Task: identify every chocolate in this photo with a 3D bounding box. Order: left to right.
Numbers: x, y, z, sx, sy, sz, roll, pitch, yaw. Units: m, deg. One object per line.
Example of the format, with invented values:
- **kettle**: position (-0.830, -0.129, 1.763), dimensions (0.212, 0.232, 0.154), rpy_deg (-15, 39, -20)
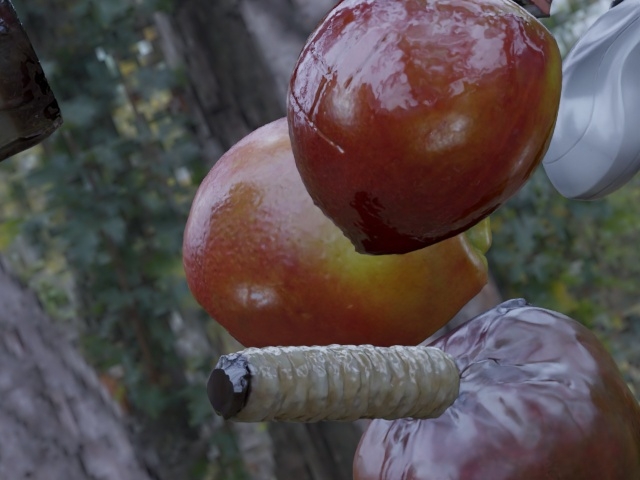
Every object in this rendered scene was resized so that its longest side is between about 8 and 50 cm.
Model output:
- **chocolate**: position (-0.433, -0.210, 1.931), dimensions (0.186, 0.284, 0.283), rpy_deg (-26, -4, -11)

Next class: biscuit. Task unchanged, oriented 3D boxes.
- **biscuit**: position (0.010, 0.102, 1.188), dimensions (0.219, 0.055, 0.061), rpy_deg (3, -50, -42)

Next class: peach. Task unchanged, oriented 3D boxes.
- **peach**: position (0.000, 0.000, 2.146), dimensions (0.380, 0.306, 0.242), rpy_deg (-20, 20, 25)
- **peach**: position (0.064, -0.083, 1.146), dimensions (0.197, 0.197, 0.197), rpy_deg (-23, -5, -2)

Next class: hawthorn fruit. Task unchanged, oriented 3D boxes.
- **hawthorn fruit**: position (0.201, 0.232, 1.696), dimensions (0.308, 0.324, 0.308), rpy_deg (-53, 16, 23)

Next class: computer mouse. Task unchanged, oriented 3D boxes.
- **computer mouse**: position (0.332, -0.186, 1.942), dimensions (0.297, 0.121, 0.184), rpy_deg (-65, 9, -14)

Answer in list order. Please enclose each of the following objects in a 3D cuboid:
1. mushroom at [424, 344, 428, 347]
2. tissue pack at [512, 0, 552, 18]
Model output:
- **mushroom**: position (0.256, 0.301, 2.429), dimensions (0.259, 0.345, 0.345), rpy_deg (5, -12, -11)
- **tissue pack**: position (0.201, -0.390, 1.894), dimensions (0.123, 0.332, 0.245), rpy_deg (25, -17, -33)
